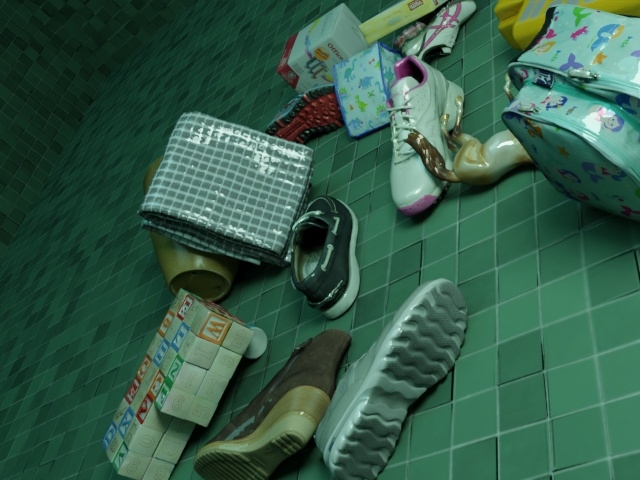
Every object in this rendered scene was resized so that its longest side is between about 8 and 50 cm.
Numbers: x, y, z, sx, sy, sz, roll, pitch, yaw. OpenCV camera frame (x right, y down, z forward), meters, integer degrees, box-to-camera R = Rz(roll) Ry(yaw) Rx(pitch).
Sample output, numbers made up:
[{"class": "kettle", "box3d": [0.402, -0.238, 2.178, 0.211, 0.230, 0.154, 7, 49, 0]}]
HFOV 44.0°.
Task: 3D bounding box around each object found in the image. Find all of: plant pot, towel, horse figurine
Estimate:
[{"class": "plant pot", "box3d": [-0.240, -0.012, 1.568, 0.237, 0.237, 0.254, -31, 45, 30]}, {"class": "towel", "box3d": [-0.160, -0.094, 1.445, 0.121, 0.283, 0.235, 108, 178, -62]}, {"class": "horse figurine", "box3d": [0.255, -0.149, 1.149, 0.263, 0.066, 0.175, -21, 60, 25]}]

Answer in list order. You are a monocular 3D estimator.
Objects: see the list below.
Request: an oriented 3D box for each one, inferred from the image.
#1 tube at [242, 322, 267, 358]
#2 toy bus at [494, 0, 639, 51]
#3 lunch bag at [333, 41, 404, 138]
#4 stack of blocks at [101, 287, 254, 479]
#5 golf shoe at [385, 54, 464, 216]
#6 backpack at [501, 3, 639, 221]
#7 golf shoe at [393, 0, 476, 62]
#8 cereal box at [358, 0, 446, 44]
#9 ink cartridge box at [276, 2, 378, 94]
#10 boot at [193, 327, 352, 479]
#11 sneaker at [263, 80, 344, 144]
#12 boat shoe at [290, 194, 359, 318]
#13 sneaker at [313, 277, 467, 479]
[{"class": "tube", "box3d": [-0.161, 0.168, 1.396, 0.080, 0.052, 0.207, -53, 24, -19]}, {"class": "toy bus", "box3d": [0.402, -0.336, 1.157, 0.332, 0.108, 0.130, -2, 54, 53]}, {"class": "lunch bag", "box3d": [0.102, -0.285, 1.536, 0.128, 0.096, 0.151, -19, 69, 44]}, {"class": "stack of blocks", "box3d": [-0.239, 0.244, 1.302, 0.297, 0.087, 0.171, -63, 27, -3]}, {"class": "golf shoe", "box3d": [0.147, -0.175, 1.285, 0.115, 0.140, 0.306, -23, 39, 37]}, {"class": "backpack", "box3d": [0.344, -0.137, 0.870, 0.253, 0.225, 0.191, 21, 75, 50]}, {"class": "golf shoe", "box3d": [0.233, -0.397, 1.526, 0.186, 0.086, 0.067, -36, -4, -12]}, {"class": "cereal box", "box3d": [0.204, -0.482, 1.593, 0.173, 0.047, 0.240, -18, 18, 43]}, {"class": "ink cartridge box", "box3d": [0.016, -0.414, 1.777, 0.176, 0.128, 0.127, -24, 37, 39]}, {"class": "boot", "box3d": [-0.065, 0.244, 1.153, 0.248, 0.090, 0.207, -32, 18, 35]}, {"class": "sneaker", "box3d": [-0.020, -0.291, 1.704, 0.261, 0.104, 0.125, -23, 35, 39]}, {"class": "boat shoe", "box3d": [0.000, 0.000, 1.321, 0.114, 0.091, 0.303, -42, 28, 17]}, {"class": "sneaker", "box3d": [0.076, 0.161, 1.000, 0.281, 0.105, 0.115, -54, 29, -8]}]
